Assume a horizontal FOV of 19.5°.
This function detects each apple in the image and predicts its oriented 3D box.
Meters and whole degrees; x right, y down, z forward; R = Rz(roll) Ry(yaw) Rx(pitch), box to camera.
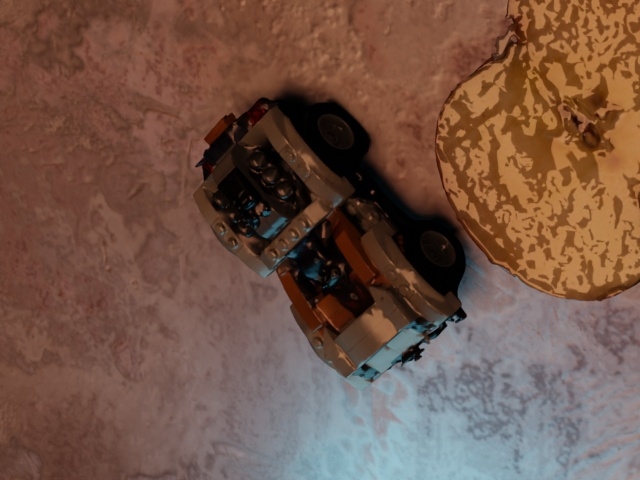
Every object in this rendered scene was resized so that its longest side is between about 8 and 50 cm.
[{"bbox_3d":[0.250,-0.106,1.571,0.251,0.163,0.293,48,116,10],"label":"apple"}]

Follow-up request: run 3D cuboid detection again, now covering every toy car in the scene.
[{"bbox_3d":[-0.002,0.000,1.815,0.301,0.118,0.193,48,132,1],"label":"toy car"}]
